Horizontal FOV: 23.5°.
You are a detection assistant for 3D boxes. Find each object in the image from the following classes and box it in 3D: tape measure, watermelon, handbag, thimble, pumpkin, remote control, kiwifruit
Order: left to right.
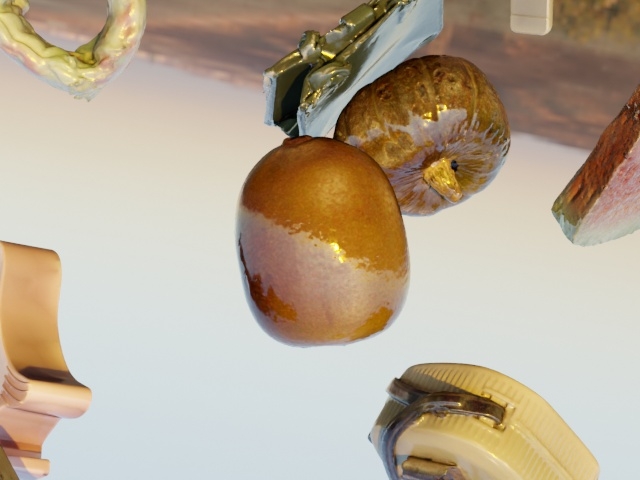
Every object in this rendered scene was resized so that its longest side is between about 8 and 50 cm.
[{"bbox_3d":[-0.282,-0.257,1.706,0.185,0.211,0.149,-17,-174,-3],"label":"thimble"},{"bbox_3d":[0.000,0.000,1.668,0.196,0.233,0.196,-14,-178,1],"label":"kiwifruit"},{"bbox_3d":[0.043,-0.225,1.806,0.079,0.247,0.260,44,171,6],"label":"handbag"},{"bbox_3d":[0.124,-0.109,1.819,0.219,0.219,0.162,7,-130,-37],"label":"pumpkin"},{"bbox_3d":[0.148,0.238,1.731,0.231,0.133,0.271,46,153,-27],"label":"tape measure"},{"bbox_3d":[0.229,-0.314,1.652,0.050,0.184,0.027,12,-158,35],"label":"remote control"},{"bbox_3d":[0.345,-0.106,1.712,0.094,0.241,0.154,43,-141,20],"label":"watermelon"}]

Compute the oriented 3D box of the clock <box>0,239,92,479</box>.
[{"bbox_3d":[-0.355,0.144,1.806,0.080,0.275,0.290,14,178,-32],"label":"clock"}]

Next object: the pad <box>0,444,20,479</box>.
[{"bbox_3d":[-0.309,0.305,1.552,0.265,0.009,0.159,57,-168,22],"label":"pad"}]
